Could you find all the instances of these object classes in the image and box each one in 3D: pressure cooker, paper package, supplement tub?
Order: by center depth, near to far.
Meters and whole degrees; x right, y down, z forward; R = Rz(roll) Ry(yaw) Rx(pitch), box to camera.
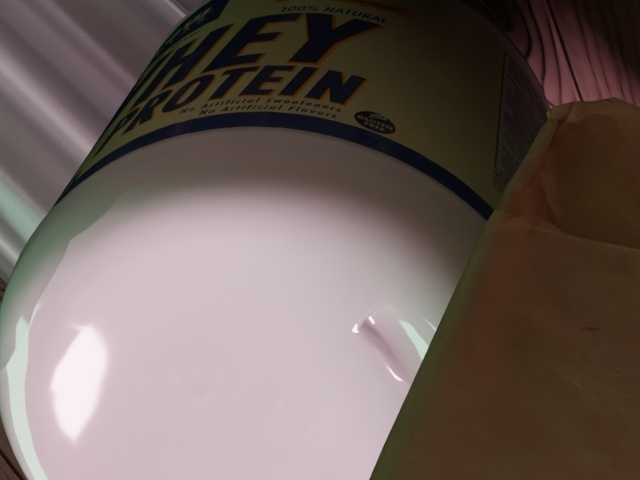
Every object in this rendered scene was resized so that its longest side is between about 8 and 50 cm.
[{"bbox_3d":[0.206,0.137,0.446,0.325,0.168,0.309,25,167,25],"label":"paper package"},{"bbox_3d":[0.000,0.000,0.695,0.235,0.235,0.325,48,-156,-17],"label":"supplement tub"},{"bbox_3d":[-0.216,-0.136,1.357,0.420,0.375,0.370,43,176,8],"label":"pressure cooker"}]
